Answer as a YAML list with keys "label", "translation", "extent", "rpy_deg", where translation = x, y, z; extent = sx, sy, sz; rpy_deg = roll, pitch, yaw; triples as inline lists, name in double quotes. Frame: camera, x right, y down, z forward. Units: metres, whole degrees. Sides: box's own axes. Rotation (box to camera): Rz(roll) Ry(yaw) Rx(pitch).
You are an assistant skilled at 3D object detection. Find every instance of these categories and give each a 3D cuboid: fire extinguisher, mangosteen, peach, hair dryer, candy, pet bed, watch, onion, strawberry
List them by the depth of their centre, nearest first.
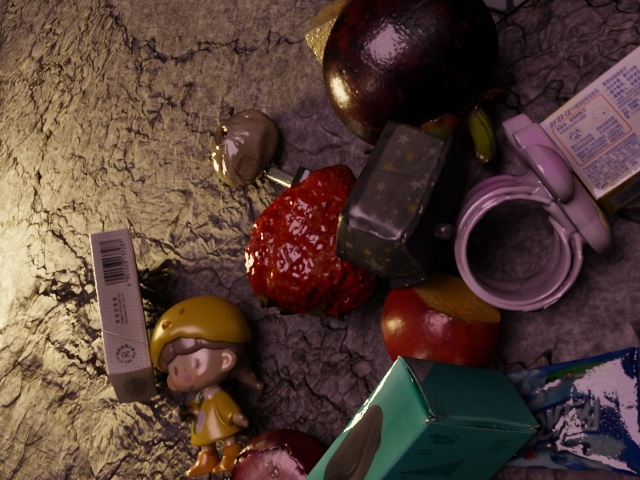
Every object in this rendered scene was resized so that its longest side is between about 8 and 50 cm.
- label: "candy"
  translation: [0.335, 0.264, 1.015]
  extent: [0.331, 0.077, 0.187]
  rpy_deg: [-15, 66, 37]
- label: "watch"
  translation: [0.290, -0.024, 1.026]
  extent: [0.217, 0.211, 0.248]
  rpy_deg: [-37, 99, 14]
- label: "pet bed"
  translation: [0.135, -0.051, 1.048]
  extent: [0.159, 0.183, 0.211]
  rpy_deg: [23, 65, 11]
- label: "peach"
  translation: [0.188, 0.128, 1.083]
  extent: [0.192, 0.190, 0.190]
  rpy_deg: [124, 139, -58]
- label: "mangosteen"
  translation: [0.172, -0.276, 1.157]
  extent: [0.306, 0.306, 0.359]
  rpy_deg: [-47, 65, 16]
- label: "onion"
  translation: [-0.047, 0.441, 1.193]
  extent: [0.248, 0.161, 0.248]
  rpy_deg: [-12, 72, 39]
- label: "fire extinguisher"
  translation: [0.168, -0.064, 1.215]
  extent: [0.105, 0.105, 0.269]
  rpy_deg: [-36, 59, 23]
- label: "strawberry"
  translation: [0.000, 0.000, 1.221]
  extent: [0.257, 0.257, 0.277]
  rpy_deg: [14, 96, 38]
- label: "hair dryer"
  translation: [-0.078, -0.122, 1.457]
  extent: [0.197, 0.057, 0.100]
  rpy_deg: [33, 97, 47]

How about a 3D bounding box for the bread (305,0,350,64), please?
- label: "bread"
  translation: [0.111, -0.451, 1.421]
  extent: [0.240, 0.135, 0.178]
  rpy_deg: [-15, 35, 34]

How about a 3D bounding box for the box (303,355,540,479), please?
- label: "box"
  translation: [0.136, 0.317, 1.012]
  extent: [0.311, 0.205, 0.118]
  rpy_deg: [-59, 36, 29]

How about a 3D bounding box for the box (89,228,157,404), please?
- label: "box"
  translation: [-0.434, 0.168, 1.530]
  extent: [0.095, 0.210, 0.330]
  rpy_deg: [-11, 63, -15]

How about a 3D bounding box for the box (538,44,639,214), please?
- label: "box"
  translation: [0.484, -0.185, 1.020]
  extent: [0.265, 0.097, 0.168]
  rpy_deg: [-40, 57, 20]

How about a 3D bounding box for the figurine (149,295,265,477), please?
- label: "figurine"
  translation: [-0.229, 0.281, 1.367]
  extent: [0.215, 0.187, 0.344]
  rpy_deg: [-16, 73, 22]

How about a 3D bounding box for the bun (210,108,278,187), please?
- label: "bun"
  translation: [-0.177, -0.205, 1.494]
  extent: [0.166, 0.113, 0.173]
  rpy_deg: [-28, 48, 33]

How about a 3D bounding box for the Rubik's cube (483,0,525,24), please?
- label: "Rubik's cube"
  translation: [0.312, -0.527, 1.222]
  extent: [0.233, 0.229, 0.228]
  rpy_deg: [-39, 93, -20]
